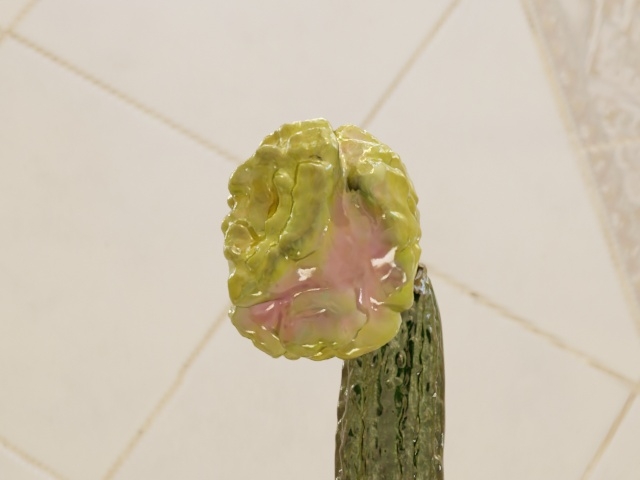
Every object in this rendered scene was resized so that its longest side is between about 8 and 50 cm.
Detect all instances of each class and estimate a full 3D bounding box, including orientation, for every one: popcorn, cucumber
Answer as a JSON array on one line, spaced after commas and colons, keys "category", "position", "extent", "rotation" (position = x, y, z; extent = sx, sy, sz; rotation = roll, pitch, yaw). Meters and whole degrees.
[{"category": "popcorn", "position": [0.000, 0.000, 1.079], "extent": [0.126, 0.126, 0.145], "rotation": [-14, 90, 6]}, {"category": "cucumber", "position": [0.045, 0.145, 1.192], "extent": [0.077, 0.077, 0.265], "rotation": [-1, 77, -3]}]
